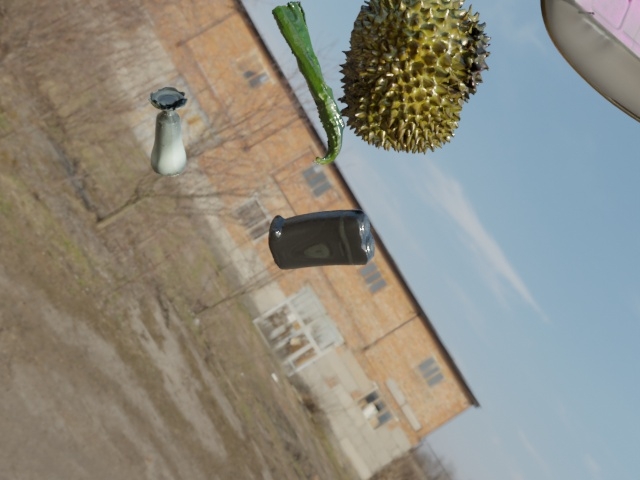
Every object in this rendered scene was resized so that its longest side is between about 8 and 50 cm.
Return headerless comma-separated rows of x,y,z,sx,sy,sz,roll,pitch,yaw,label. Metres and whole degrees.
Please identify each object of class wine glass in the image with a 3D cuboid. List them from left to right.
-0.280,-0.199,1.271,0.072,0.072,0.155,55,-32,36,wine glass

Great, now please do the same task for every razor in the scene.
0.000,0.000,0.981,0.054,0.148,0.090,-76,156,-51,razor

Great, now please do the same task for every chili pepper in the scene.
-0.019,-0.347,1.522,0.076,0.085,0.359,-7,-76,50,chili pepper

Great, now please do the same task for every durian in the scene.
0.148,-0.266,1.116,0.258,0.258,0.293,55,-25,36,durian

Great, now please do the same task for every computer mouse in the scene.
0.354,-0.223,0.739,0.310,0.158,0.072,29,-11,-21,computer mouse

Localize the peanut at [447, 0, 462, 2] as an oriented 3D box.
0.284,-0.591,1.647,0.093,0.194,0.083,-3,-66,57,peanut
